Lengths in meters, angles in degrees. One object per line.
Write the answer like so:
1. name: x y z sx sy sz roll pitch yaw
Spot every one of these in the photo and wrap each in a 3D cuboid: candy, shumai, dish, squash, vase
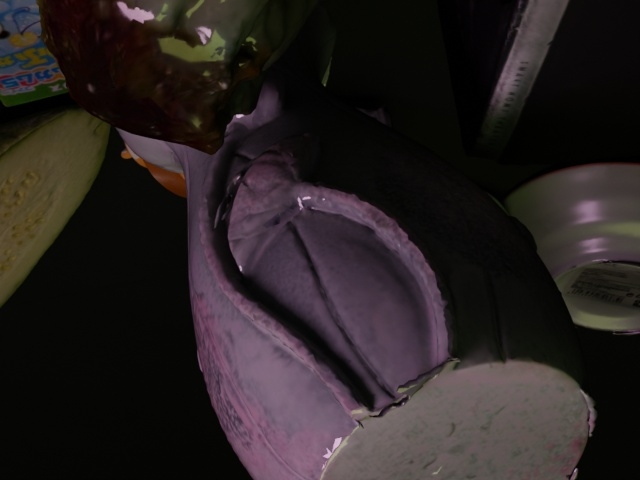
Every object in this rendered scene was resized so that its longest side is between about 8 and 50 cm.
1. candy: -0.225 -0.175 1.312 0.097 0.062 0.194 -14 155 9
2. shumai: -0.054 -0.192 1.103 0.304 0.263 0.309 -5 154 -4
3. dish: 0.297 0.028 1.803 0.260 0.085 0.260 4 148 3
4. squash: -0.291 0.007 1.516 0.260 0.189 0.189 -15 154 20
5. vase: 0.000 0.000 1.211 0.250 0.445 0.250 -16 136 -16

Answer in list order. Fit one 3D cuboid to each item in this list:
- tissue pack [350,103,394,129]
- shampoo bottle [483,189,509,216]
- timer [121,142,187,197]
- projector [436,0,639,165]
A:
1. tissue pack: -0.007 0.054 1.643 0.123 0.245 0.332 -2 155 -17
2. shampoo bottle: 0.098 0.005 1.808 0.190 0.041 0.069 -27 141 35
3. timer: -0.116 -0.090 1.486 0.132 0.132 0.152 11 170 -36
4. projector: 0.290 -0.231 1.123 0.405 0.242 0.395 -7 160 -5
